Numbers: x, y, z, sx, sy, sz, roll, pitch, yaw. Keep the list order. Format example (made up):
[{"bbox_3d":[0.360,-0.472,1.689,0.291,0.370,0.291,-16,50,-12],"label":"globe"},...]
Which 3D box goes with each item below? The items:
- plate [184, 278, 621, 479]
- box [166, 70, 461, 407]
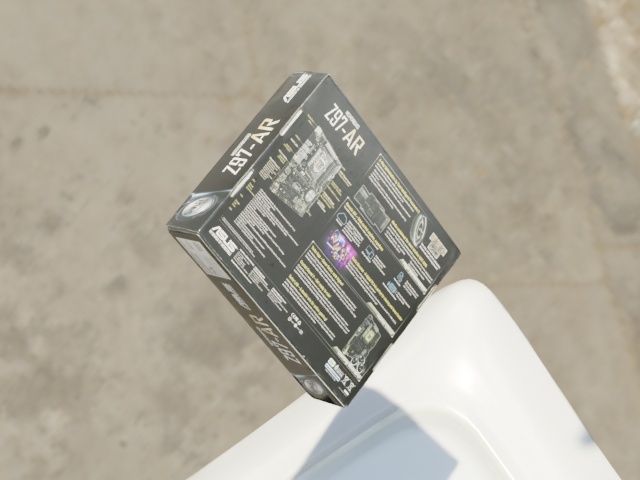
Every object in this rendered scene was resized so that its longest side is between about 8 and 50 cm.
[{"bbox_3d":[0.042,0.204,0.924,0.278,0.277,0.045,56,14,11],"label":"plate"},{"bbox_3d":[0.000,0.000,0.576,0.067,0.018,0.083,-53,125,-20],"label":"box"}]
